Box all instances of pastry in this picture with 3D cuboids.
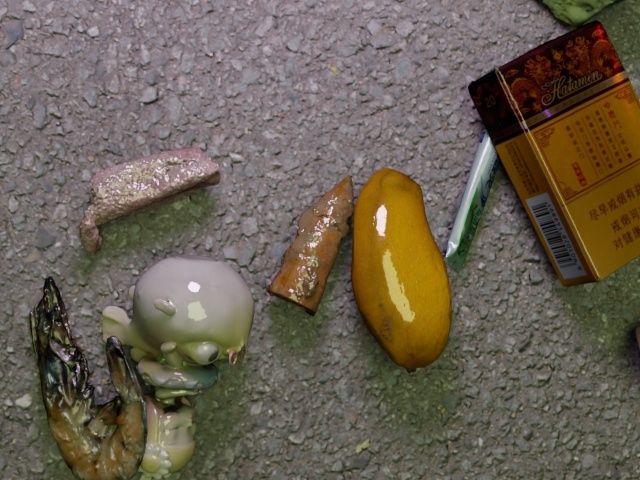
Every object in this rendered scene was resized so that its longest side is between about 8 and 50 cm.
[{"bbox_3d":[-0.306,-0.089,1.543,0.265,0.103,0.112,-30,84,-11],"label":"pastry"}]

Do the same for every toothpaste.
[{"bbox_3d":[0.286,-0.090,1.652,0.048,0.075,0.297,14,82,33],"label":"toothpaste"}]

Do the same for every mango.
[{"bbox_3d":[0.134,0.049,1.574,0.187,0.144,0.359,-9,82,-40],"label":"mango"}]

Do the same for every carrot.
[{"bbox_3d":[0.000,0.000,1.596,0.102,0.102,0.263,27,77,-6],"label":"carrot"}]

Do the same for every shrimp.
[{"bbox_3d":[-0.375,0.223,1.477,0.233,0.071,0.365,-20,81,34],"label":"shrimp"}]

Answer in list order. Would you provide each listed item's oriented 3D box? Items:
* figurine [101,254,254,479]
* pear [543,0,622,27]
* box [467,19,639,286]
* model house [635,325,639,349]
[{"bbox_3d":[-0.260,0.214,1.516,0.274,0.226,0.394,12,97,23],"label":"figurine"},{"bbox_3d":[0.485,-0.571,1.654,0.286,0.176,0.282,38,78,-3],"label":"pear"},{"bbox_3d":[0.471,-0.160,1.628,0.264,0.116,0.415,-28,91,-21],"label":"box"},{"bbox_3d":[0.718,0.224,1.663,0.181,0.176,0.248,-28,118,29],"label":"model house"}]
